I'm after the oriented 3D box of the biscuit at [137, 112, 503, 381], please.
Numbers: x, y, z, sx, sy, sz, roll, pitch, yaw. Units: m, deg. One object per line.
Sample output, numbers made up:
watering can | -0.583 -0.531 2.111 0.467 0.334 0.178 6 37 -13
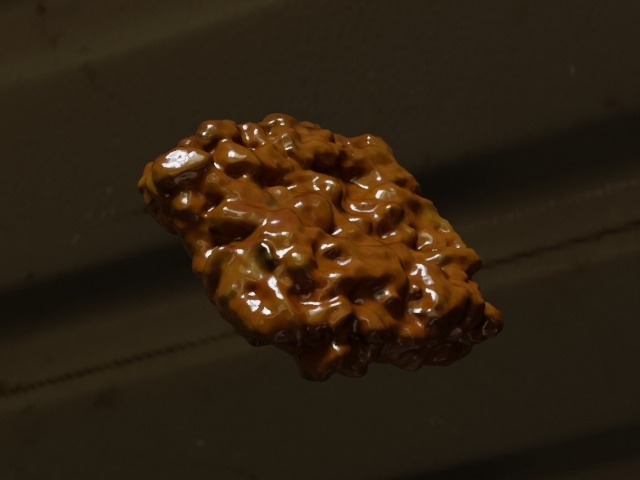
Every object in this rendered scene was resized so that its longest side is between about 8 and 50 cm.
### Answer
biscuit | 0.000 0.000 1.587 0.318 0.312 0.110 -4 -42 -46
